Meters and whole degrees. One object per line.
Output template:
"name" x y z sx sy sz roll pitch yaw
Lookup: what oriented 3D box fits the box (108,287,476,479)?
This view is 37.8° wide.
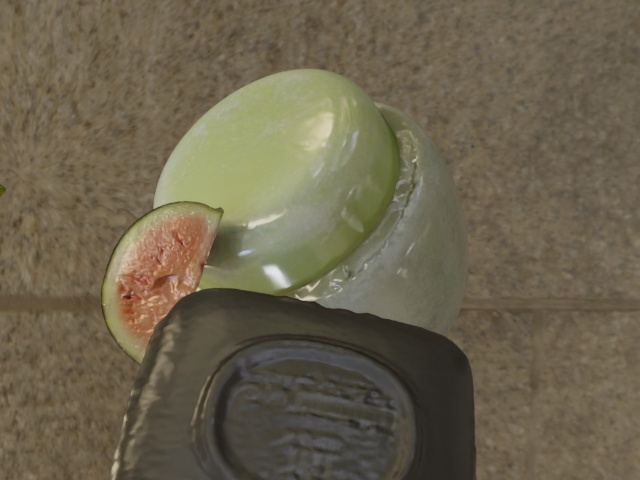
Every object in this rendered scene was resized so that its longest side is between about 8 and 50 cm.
"box" -0.006 0.110 0.547 0.212 0.201 0.042 14 134 -8

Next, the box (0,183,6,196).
"box" -0.543 -0.122 1.273 0.141 0.220 0.064 34 79 20

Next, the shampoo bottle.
"shampoo bottle" 0.000 0.000 1.025 0.322 0.322 0.317 -46 128 -10

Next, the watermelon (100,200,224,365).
"watermelon" -0.147 0.039 0.863 0.087 0.069 0.163 19 84 8
